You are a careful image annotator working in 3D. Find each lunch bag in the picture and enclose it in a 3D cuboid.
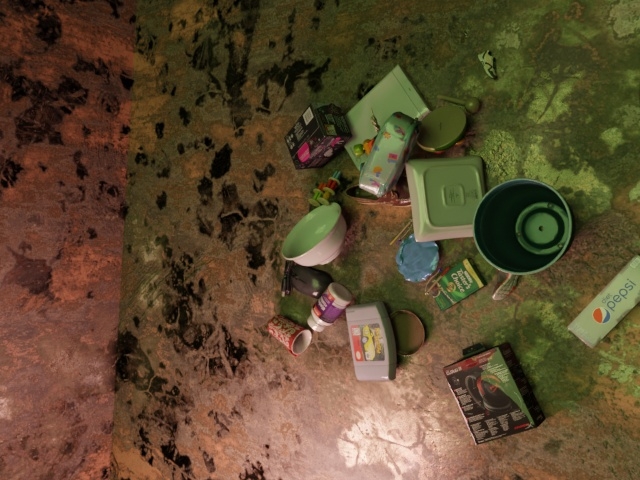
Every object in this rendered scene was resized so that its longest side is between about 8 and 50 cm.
[{"bbox_3d":[0.241,-0.293,1.775,0.108,0.224,0.279,30,113,12],"label":"lunch bag"}]

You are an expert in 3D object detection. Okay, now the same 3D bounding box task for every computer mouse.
[{"bbox_3d":[-0.068,0.172,2.222,0.272,0.072,0.188,15,98,36],"label":"computer mouse"}]

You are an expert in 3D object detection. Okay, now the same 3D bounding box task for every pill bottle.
[{"bbox_3d":[0.031,0.270,2.123,0.108,0.108,0.193,48,116,27],"label":"pill bottle"}]

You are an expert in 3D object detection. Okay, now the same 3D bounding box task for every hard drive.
[{"bbox_3d":[0.229,-0.460,2.022,0.353,0.047,0.233,-40,67,30],"label":"hard drive"}]

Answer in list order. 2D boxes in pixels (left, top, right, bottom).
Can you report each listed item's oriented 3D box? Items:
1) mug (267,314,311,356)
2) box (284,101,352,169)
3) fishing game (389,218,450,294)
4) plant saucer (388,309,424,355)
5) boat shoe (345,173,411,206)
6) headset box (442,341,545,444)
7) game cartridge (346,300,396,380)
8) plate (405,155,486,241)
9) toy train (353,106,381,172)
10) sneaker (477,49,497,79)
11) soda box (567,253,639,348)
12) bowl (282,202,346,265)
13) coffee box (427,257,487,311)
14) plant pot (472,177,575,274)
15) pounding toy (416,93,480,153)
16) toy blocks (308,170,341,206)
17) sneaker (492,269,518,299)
[{"bbox_3d":[-0.142,0.408,2.253,0.169,0.113,0.150,27,104,37],"label":"mug"},{"bbox_3d":[-0.012,-0.412,2.103,0.247,0.142,0.163,-40,65,51],"label":"box"},{"bbox_3d":[0.354,0.063,1.922,0.189,0.041,0.264,-55,48,23],"label":"fishing game"},{"bbox_3d":[0.313,0.340,1.961,0.168,0.029,0.168,0,90,36],"label":"plant saucer"},{"bbox_3d":[0.246,-0.187,1.958,0.342,0.123,0.123,2,91,37],"label":"boat shoe"},{"bbox_3d":[0.553,0.482,1.728,0.218,0.110,0.293,-33,70,32],"label":"headset box"},{"bbox_3d":[0.196,0.383,2.012,0.196,0.060,0.294,-16,80,44],"label":"game cartridge"},{"bbox_3d":[0.432,-0.144,1.751,0.045,0.278,0.277,148,117,-77],"label":"plate"},{"bbox_3d":[0.181,-0.355,1.953,0.143,0.105,0.248,-14,111,38],"label":"toy train"},{"bbox_3d":[0.566,-0.588,1.774,0.044,0.040,0.109,-30,72,31],"label":"sneaker"},{"bbox_3d":[0.846,0.173,1.519,0.091,0.098,0.286,45,115,27],"label":"soda box"},{"bbox_3d":[0.000,0.000,2.098,0.298,0.134,0.298,-34,26,19],"label":"bowl"},{"bbox_3d":[0.469,0.153,1.838,0.184,0.040,0.113,-38,68,31],"label":"coffee box"},{"bbox_3d":[0.632,-0.037,1.584,0.272,0.255,0.271,-1,88,37],"label":"plant pot"},{"bbox_3d":[0.446,-0.382,1.842,0.183,0.110,0.237,19,73,44],"label":"pounding toy"},{"bbox_3d":[0.024,-0.214,2.157,0.123,0.054,0.148,0,57,56],"label":"toy blocks"},{"bbox_3d":[0.605,0.122,1.739,0.158,0.061,0.065,-63,31,18],"label":"sneaker"}]
